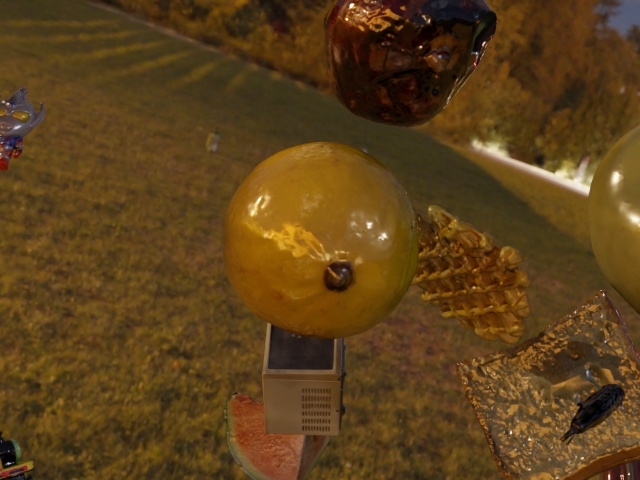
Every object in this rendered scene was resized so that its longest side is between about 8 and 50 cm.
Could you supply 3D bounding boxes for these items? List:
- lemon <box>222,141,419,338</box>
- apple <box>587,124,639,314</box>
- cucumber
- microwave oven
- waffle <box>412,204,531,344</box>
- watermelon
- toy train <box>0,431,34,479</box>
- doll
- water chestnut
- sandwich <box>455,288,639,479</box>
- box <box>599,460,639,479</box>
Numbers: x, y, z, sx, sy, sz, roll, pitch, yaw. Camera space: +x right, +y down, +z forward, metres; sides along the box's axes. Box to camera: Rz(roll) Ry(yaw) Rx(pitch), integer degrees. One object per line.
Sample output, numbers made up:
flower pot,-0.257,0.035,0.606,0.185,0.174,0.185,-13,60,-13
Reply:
lemon,0.000,0.000,1.214,0.297,0.297,0.297,17,15,-5
apple,0.551,-0.015,1.162,0.357,0.357,0.357,17,15,-5
cucumber,0.349,0.220,1.103,0.039,0.043,0.163,37,26,28
microwave oven,-0.024,0.208,1.534,0.145,0.193,0.240,-1,40,3
waffle,0.227,0.054,1.380,0.261,0.250,0.056,32,60,29
watermelon,-0.106,0.411,1.727,0.231,0.146,0.128,25,-11,-2
toy train,-0.698,0.467,1.649,0.296,0.160,0.101,-6,-7,-45
doll,-0.594,-0.219,1.638,0.104,0.194,0.062,-3,-33,18
water chestnut,0.139,-0.395,1.625,0.335,0.335,0.347,1,37,-49
sandwich,0.406,0.267,1.432,0.099,0.301,0.271,39,24,-57
box,0.652,0.598,1.830,0.108,0.263,0.404,-1,-27,15
